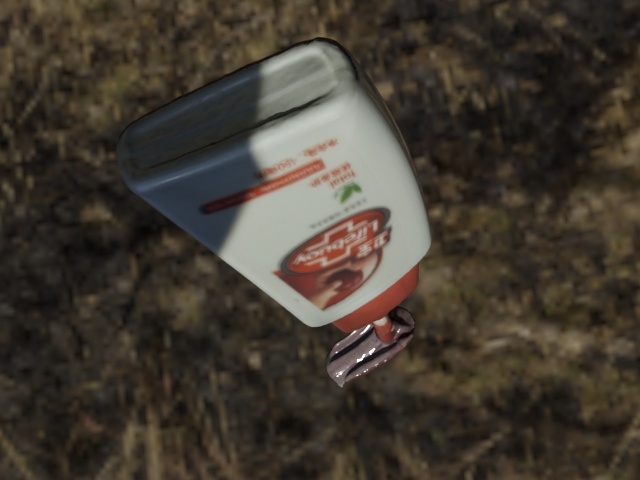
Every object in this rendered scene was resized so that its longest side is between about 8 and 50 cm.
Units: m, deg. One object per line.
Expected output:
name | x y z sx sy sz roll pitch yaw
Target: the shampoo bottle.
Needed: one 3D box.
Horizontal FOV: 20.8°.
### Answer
shampoo bottle | 0.000 0.000 1.093 0.153 0.071 0.284 -26 139 5
